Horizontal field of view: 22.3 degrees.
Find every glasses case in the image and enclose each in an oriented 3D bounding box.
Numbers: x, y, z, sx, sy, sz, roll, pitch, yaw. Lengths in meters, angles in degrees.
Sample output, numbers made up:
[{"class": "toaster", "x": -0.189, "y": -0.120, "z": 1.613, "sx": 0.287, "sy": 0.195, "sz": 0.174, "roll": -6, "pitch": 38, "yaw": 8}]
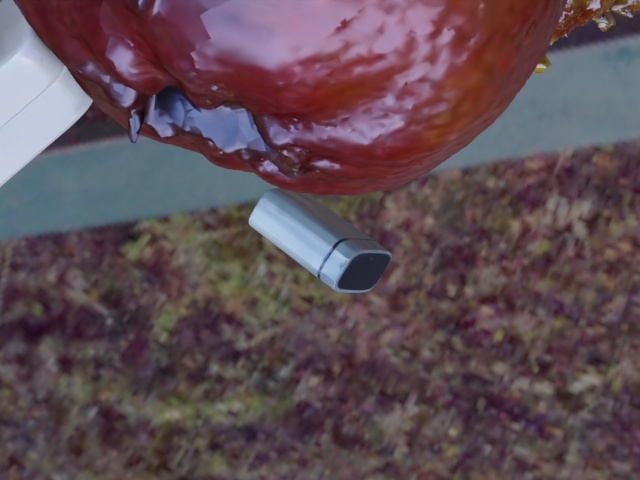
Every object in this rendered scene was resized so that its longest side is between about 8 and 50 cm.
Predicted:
[{"class": "glasses case", "x": -0.305, "y": -0.052, "z": 1.207, "sx": 0.313, "sy": 0.131, "sz": 0.070, "roll": -38, "pitch": 119, "yaw": 12}]

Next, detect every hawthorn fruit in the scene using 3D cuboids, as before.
[{"class": "hawthorn fruit", "x": -0.005, "y": -0.177, "z": 0.713, "sx": 0.265, "sy": 0.307, "sz": 0.265, "roll": 13, "pitch": 164, "yaw": 4}]

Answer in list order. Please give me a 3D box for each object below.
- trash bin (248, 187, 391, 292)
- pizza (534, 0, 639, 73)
[{"class": "trash bin", "x": 0.000, "y": 0.000, "z": 1.804, "sx": 0.130, "sy": 0.116, "sz": 0.059, "roll": 36, "pitch": 102, "yaw": 22}, {"class": "pizza", "x": 0.233, "y": -0.272, "z": 1.426, "sx": 0.228, "sy": 0.081, "sz": 0.290, "roll": 4, "pitch": 104, "yaw": -16}]
